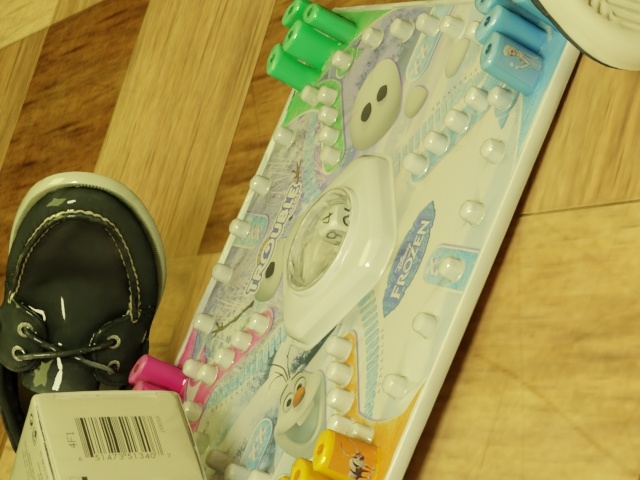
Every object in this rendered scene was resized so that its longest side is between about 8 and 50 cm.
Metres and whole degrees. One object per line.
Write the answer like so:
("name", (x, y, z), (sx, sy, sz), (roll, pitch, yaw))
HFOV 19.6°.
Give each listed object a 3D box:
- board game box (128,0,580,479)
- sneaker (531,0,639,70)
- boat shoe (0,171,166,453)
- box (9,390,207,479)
("board game box", (0.000, 0.000, 1.299), (0.390, 0.050, 0.390), (11, 77, 65))
("sneaker", (0.114, -0.231, 1.129), (0.350, 0.131, 0.148), (65, 156, 21))
("boat shoe", (-0.198, 0.091, 1.465), (0.340, 0.127, 0.113), (111, 167, -47))
("box", (-0.171, 0.231, 1.309), (0.094, 0.113, 0.275), (-113, 35, -42))
